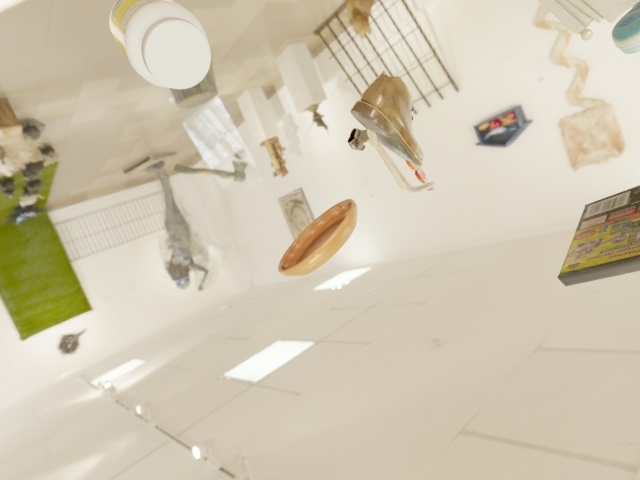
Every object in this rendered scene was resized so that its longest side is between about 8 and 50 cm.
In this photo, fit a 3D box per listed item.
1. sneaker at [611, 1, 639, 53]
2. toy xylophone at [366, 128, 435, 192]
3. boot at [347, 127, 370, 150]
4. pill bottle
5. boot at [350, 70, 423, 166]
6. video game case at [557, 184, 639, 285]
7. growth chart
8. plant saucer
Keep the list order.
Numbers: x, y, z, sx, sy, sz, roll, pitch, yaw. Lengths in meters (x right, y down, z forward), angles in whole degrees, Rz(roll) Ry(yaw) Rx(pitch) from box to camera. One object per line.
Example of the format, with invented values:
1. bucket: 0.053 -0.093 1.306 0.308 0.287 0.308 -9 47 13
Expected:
1. sneaker: 0.853 -0.500 1.138 0.319 0.208 0.127 -45 -158 -26
2. toy xylophone: 0.251 -0.273 1.462 0.081 0.322 0.236 -35 -170 20
3. boot: 0.140 -0.365 1.559 0.042 0.118 0.087 25 -178 40
4. pill bottle: -0.382 -0.480 1.088 0.188 0.188 0.334 -24 -138 -18
5. boot: 0.182 -0.258 1.009 0.115 0.112 0.305 -59 148 2
6. video game case: 0.644 -0.030 0.920 0.248 0.035 0.275 -51 -170 -30
7. growth chart: 0.440 -0.407 0.652 0.237 0.172 0.021 -31 155 27
8. plant saucer: 0.000 0.000 0.879 0.200 0.037 0.200 -41 -166 13
